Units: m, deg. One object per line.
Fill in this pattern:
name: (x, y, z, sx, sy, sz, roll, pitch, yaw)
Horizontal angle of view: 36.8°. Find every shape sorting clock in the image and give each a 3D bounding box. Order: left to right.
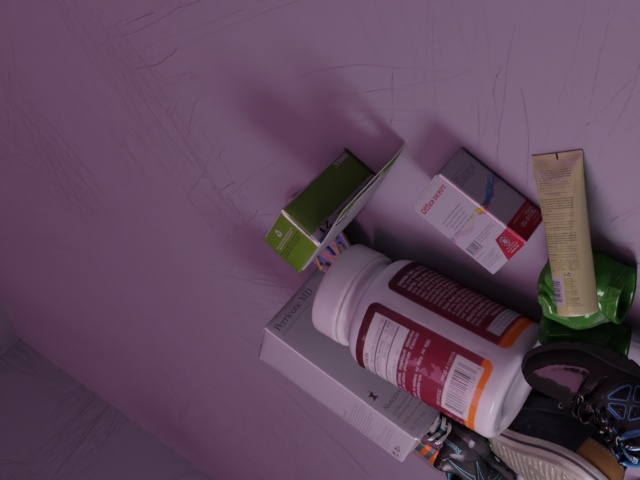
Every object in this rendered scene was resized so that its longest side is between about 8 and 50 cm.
shape sorting clock: (0.000, 0.000, 1.924, 0.206, 0.040, 0.206, 41, 158, 20)

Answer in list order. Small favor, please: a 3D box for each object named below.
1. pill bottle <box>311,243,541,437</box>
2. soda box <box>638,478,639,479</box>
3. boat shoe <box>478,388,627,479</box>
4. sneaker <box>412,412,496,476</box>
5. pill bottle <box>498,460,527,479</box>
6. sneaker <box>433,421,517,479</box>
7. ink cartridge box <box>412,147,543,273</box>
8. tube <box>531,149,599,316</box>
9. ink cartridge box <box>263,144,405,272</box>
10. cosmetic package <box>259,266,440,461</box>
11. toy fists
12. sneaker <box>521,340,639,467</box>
pill bottle: (0.193, 0.171, 1.754, 0.392, 0.224, 0.224, 28, 148, 26)
soda box: (0.694, 0.569, 1.814, 0.263, 0.092, 0.083, 29, 149, 23)
boat shoe: (0.412, 0.358, 1.824, 0.187, 0.156, 0.500, 45, 167, -16)
sneaker: (0.251, 0.435, 2.158, 0.302, 0.108, 0.121, 20, 148, 37)
pill bottle: (0.461, 0.495, 1.988, 0.184, 0.103, 0.103, 29, 149, 23)
sneaker: (0.301, 0.455, 1.904, 0.101, 0.106, 0.267, 30, 165, 49)
ink cartridge box: (0.252, -0.047, 1.547, 0.175, 0.072, 0.127, 40, 151, 5)
tube: (0.363, -0.011, 1.410, 0.070, 0.062, 0.240, -9, 94, 11)
ink cartridge box: (0.022, -0.079, 1.668, 0.097, 0.189, 0.255, 42, 150, 5)
cosmetic package: (0.085, 0.250, 2.007, 0.385, 0.217, 0.156, 34, 151, 10)
toy fists: (0.417, 0.120, 1.548, 0.142, 0.096, 0.279, 23, 147, 31)
sneaker: (0.464, 0.264, 1.488, 0.341, 0.139, 0.125, 19, 146, 23)
